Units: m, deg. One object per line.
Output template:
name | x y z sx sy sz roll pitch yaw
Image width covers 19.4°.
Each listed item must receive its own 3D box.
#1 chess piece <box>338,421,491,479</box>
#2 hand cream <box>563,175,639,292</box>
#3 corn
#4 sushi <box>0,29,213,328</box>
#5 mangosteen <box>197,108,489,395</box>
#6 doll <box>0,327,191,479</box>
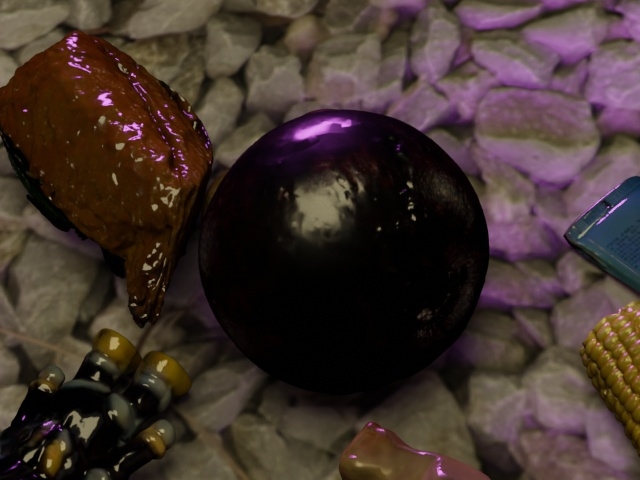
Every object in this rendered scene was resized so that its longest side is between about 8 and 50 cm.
chess piece | 0.095 0.202 1.139 0.137 0.301 0.137 -5 60 9
hand cream | 0.282 0.033 1.367 0.083 0.048 0.224 -39 54 -14
corn | 0.268 0.144 1.266 0.093 0.093 0.244 -31 57 -9
sushi | -0.153 -0.046 1.435 0.140 0.149 0.287 -52 57 18
mangosteen | 0.000 0.000 1.356 0.211 0.211 0.250 -41 33 -15
doll | -0.219 0.187 1.322 0.145 0.103 0.316 34 61 10
